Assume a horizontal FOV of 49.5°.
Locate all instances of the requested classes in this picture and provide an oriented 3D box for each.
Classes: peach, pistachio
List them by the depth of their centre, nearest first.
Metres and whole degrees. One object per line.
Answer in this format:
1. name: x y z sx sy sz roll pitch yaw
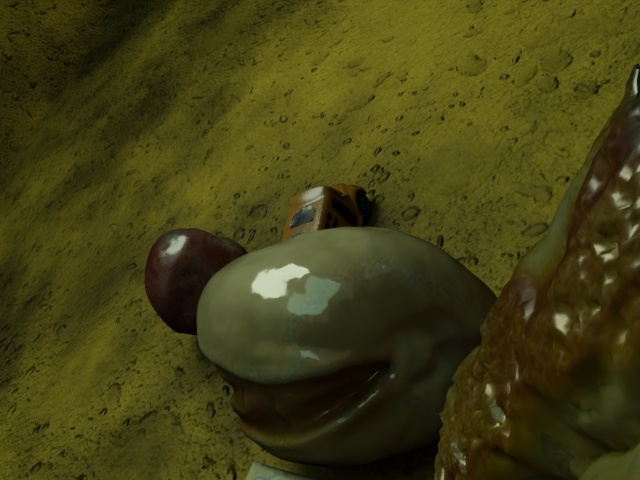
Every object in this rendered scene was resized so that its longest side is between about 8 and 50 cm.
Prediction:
1. pistachio: 0.019 0.094 0.665 0.309 0.230 0.229 -13 47 42
2. peach: -0.171 0.059 0.950 0.152 0.152 0.152 -27 40 25

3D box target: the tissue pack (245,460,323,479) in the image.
1. tissue pack: -0.032 0.309 0.598 0.148 0.092 0.196 -2 53 44

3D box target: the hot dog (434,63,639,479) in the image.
1. hot dog: 0.187 0.154 0.366 0.367 0.196 0.365 -92 18 -49

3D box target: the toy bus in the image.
1. toy bus: 0.000 0.000 0.867 0.083 0.088 0.194 -19 44 34
